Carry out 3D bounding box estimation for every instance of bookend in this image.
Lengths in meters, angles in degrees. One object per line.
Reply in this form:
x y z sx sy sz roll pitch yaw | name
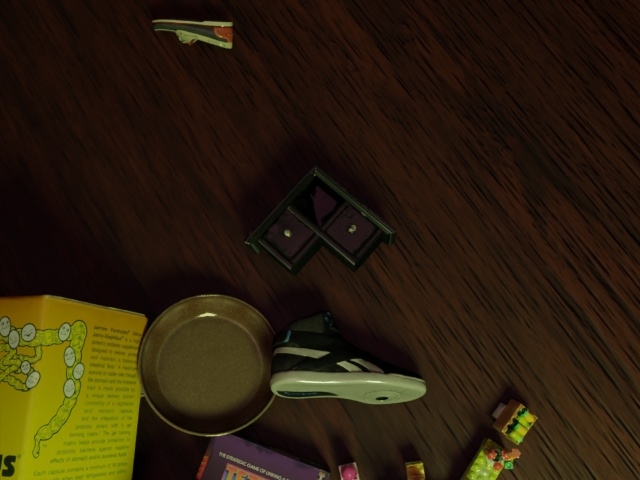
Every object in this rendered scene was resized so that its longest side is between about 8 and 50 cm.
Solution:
0.000 0.000 0.944 0.156 0.072 0.157 41 83 12 | bookend

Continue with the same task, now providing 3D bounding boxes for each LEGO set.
0.169 0.312 0.838 0.287 0.107 0.132 -20 76 -1 | LEGO set

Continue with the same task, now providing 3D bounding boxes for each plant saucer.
-0.153 0.174 0.907 0.198 0.036 0.198 6 65 -13 | plant saucer

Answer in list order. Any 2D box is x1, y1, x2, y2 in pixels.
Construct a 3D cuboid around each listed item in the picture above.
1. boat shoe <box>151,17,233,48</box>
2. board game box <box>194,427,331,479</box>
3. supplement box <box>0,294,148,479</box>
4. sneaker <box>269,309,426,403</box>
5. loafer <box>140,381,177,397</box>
-0.209 -0.341 1.058 0.137 0.049 0.043 5 116 4 | boat shoe
-0.088 0.350 0.876 0.170 0.048 0.141 19 79 8 | board game box
-0.372 0.259 0.819 0.194 0.195 0.356 -4 75 22 | supplement box
0.040 0.156 0.902 0.217 0.079 0.121 6 55 -10 | sneaker
-0.263 0.206 0.930 0.125 0.045 0.039 17 94 14 | loafer
